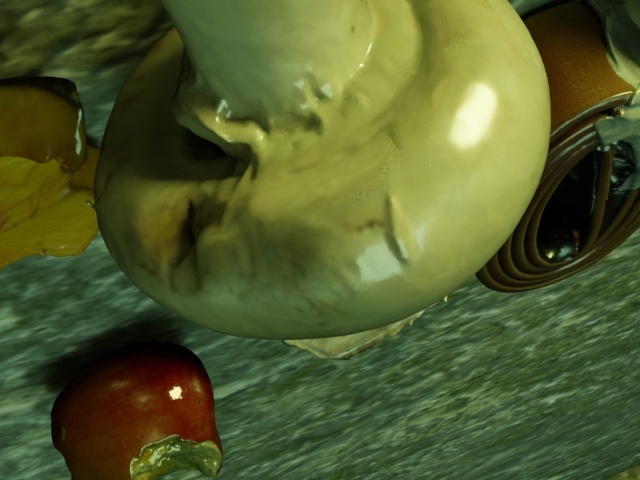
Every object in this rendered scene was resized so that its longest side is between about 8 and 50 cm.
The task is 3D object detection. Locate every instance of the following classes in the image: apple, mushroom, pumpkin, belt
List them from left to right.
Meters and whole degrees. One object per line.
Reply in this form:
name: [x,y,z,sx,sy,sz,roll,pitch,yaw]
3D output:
pumpkin: [-0.251,-0.009,0.860,0.290,0.095,0.258,-27,163,5]
apple: [-0.180,0.175,1.226,0.158,0.147,0.156,-11,-175,-7]
mushroom: [-0.029,-0.095,0.729,0.293,0.292,0.290,-31,136,10]
belt: [0.214,-0.073,1.133,0.217,0.122,0.338,-20,154,-8]

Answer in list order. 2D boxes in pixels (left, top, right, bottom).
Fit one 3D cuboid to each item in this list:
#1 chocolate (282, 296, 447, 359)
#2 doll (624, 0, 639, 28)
chocolate: [0.000,0.000,1.100,0.185,0.100,0.303,-29,150,19]
doll: [0.299,-0.235,0.914,0.119,0.138,0.293,17,148,5]
